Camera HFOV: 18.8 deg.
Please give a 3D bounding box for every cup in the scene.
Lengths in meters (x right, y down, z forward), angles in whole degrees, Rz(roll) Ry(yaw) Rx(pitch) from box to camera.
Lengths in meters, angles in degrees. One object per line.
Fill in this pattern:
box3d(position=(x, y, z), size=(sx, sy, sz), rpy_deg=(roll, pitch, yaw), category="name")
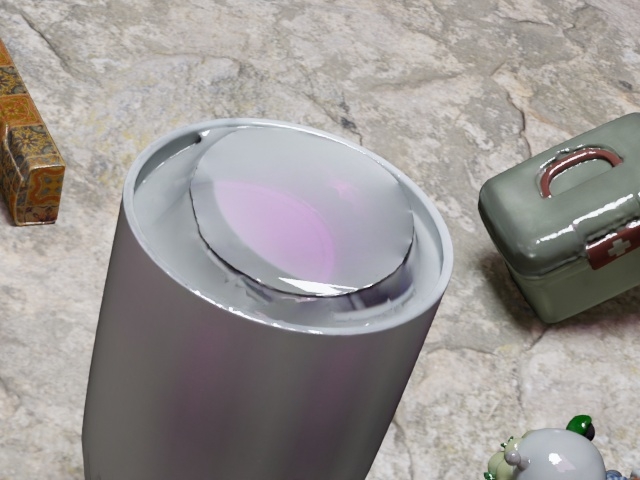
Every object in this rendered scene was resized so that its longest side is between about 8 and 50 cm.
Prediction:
box3d(position=(-0.062, 0.105, 1.528), size=(0.253, 0.371, 0.253), rpy_deg=(12, 37, -9), category="cup")

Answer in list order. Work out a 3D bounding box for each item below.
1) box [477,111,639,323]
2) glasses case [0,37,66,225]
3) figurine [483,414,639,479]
box3d(position=(0.277, -0.023, 1.971), size=(0.210, 0.129, 0.148), rpy_deg=(-26, 47, -2), category="box")
box3d(position=(-0.318, -0.112, 1.951), size=(0.049, 0.075, 0.218), rpy_deg=(-8, 44, -26), category="glasses case")
box3d(position=(0.243, 0.225, 1.735), size=(0.197, 0.093, 0.147), rpy_deg=(16, 59, -16), category="figurine")
